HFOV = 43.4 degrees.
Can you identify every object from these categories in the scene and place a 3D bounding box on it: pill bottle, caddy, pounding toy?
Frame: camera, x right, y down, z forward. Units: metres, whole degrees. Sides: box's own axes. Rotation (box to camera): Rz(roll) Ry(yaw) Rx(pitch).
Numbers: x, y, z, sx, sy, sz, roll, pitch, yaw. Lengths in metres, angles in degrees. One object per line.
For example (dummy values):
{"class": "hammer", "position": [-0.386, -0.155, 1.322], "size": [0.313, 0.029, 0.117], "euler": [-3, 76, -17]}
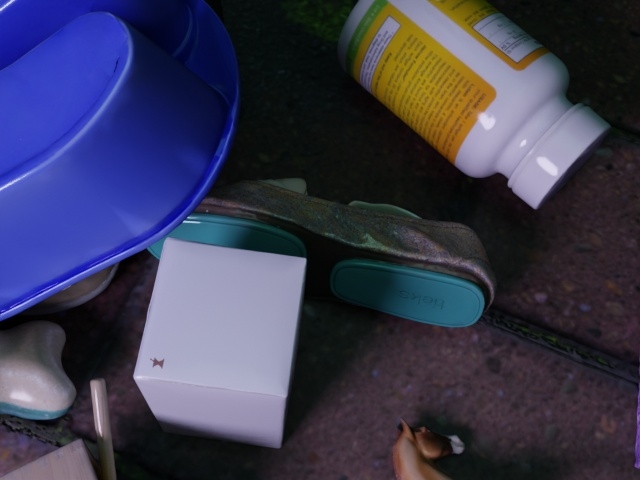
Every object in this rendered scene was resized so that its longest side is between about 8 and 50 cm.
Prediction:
{"class": "pill bottle", "position": [0.146, -0.146, 0.767], "size": [0.136, 0.136, 0.246], "euler": [-41, 74, -20]}
{"class": "caddy", "position": [-0.226, -0.082, 0.581], "size": [0.341, 0.179, 0.241], "euler": [-26, 69, 7]}
{"class": "pounding toy", "position": [-0.166, 0.203, 0.576], "size": [0.100, 0.130, 0.141], "euler": [-24, 46, -15]}

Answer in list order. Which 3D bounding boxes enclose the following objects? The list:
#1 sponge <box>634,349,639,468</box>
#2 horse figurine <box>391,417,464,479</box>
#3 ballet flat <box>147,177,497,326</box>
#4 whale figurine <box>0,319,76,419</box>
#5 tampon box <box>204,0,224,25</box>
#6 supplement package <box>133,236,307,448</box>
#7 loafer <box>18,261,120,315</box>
{"class": "sponge", "position": [0.346, 0.113, 0.719], "size": [0.117, 0.031, 0.210], "euler": [12, 65, 2]}
{"class": "horse figurine", "position": [0.132, 0.274, 0.611], "size": [0.174, 0.066, 0.263], "euler": [12, 63, -3]}
{"class": "ballet flat", "position": [0.000, 0.000, 0.722], "size": [0.316, 0.107, 0.106], "euler": [15, 45, -3]}
{"class": "whale figurine", "position": [-0.336, 0.124, 0.623], "size": [0.272, 0.141, 0.216], "euler": [0, 33, -27]}
{"class": "tampon box", "position": [-0.160, -0.193, 0.753], "size": [0.101, 0.161, 0.120], "euler": [-32, 70, -17]}
{"class": "supplement package", "position": [-0.071, 0.087, 0.619], "size": [0.105, 0.179, 0.105], "euler": [9, 65, 0]}
{"class": "loafer", "position": [-0.301, 0.006, 0.691], "size": [0.251, 0.087, 0.094], "euler": [2, 65, -3]}
